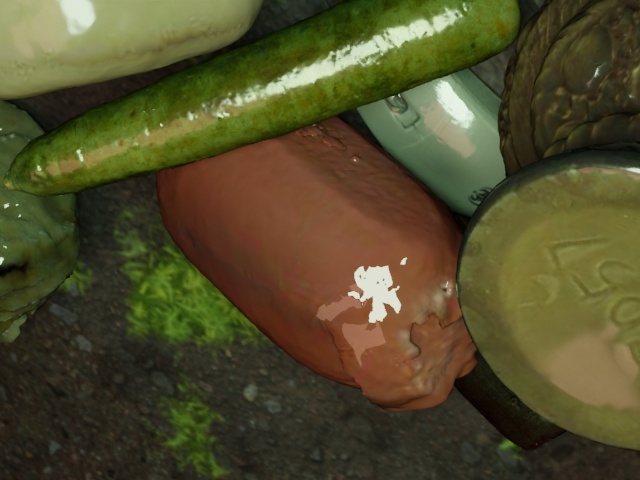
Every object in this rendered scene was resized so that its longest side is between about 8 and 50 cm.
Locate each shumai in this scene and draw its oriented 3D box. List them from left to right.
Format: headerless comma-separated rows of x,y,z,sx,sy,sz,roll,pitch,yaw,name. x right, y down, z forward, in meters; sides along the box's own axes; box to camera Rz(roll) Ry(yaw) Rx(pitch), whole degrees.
-0.318,0.009,1.459,0.255,0.189,0.218,-4,148,-7,shumai

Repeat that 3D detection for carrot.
-0.042,-0.099,1.196,0.358,0.074,0.074,-20,115,5,carrot

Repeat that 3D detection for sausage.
0.000,0.000,1.259,0.279,0.152,0.152,43,136,28,sausage

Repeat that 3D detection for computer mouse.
0.084,-0.078,1.255,0.182,0.056,0.089,46,126,-8,computer mouse

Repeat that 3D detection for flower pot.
0.213,-0.028,1.084,0.266,0.267,0.267,13,128,18,flower pot

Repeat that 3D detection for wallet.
0.110,0.057,1.350,0.232,0.031,0.122,44,131,-6,wallet

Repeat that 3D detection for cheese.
-0.144,-0.163,1.213,0.235,0.218,0.117,-14,95,0,cheese
